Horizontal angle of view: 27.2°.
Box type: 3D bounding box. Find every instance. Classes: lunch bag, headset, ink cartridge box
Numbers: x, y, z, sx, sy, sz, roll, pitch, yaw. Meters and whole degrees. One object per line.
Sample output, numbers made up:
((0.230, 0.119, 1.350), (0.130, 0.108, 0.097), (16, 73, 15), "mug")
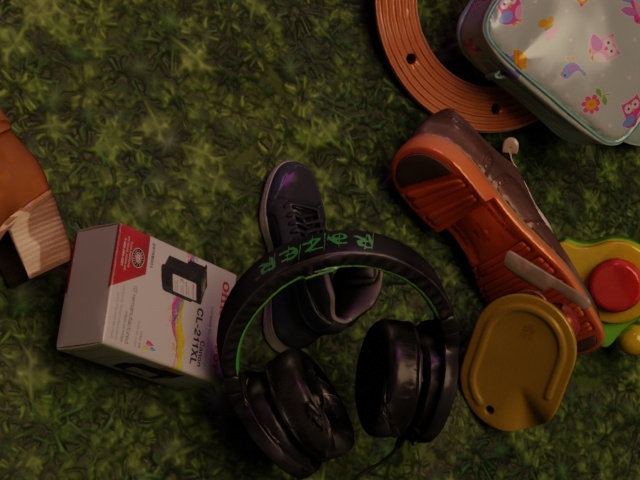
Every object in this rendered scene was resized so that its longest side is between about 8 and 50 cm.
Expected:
((0.316, -0.262, 1.688), (0.279, 0.108, 0.224), (36, 86, -19), "lunch bag")
((0.038, 0.180, 1.366), (0.243, 0.185, 0.394), (-16, 124, -1), "headset")
((-0.174, 0.071, 1.358), (0.175, 0.072, 0.127), (26, 62, -46), "ink cartridge box")

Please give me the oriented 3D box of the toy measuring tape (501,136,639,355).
((0.354, -0.005, 1.711), (0.121, 0.121, 0.330), (-28, 92, -34), "toy measuring tape")

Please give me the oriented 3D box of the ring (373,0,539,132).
((0.217, -0.309, 1.719), (0.337, 0.032, 0.336), (-2, 94, -23), "ring")

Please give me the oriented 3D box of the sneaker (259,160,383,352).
((0.002, 0.001, 1.469), (0.086, 0.163, 0.226), (7, 71, -28), "sneaker")

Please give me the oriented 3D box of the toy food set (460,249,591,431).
((0.253, 0.123, 1.592), (0.128, 0.217, 0.071), (26, 24, 20), "toy food set")

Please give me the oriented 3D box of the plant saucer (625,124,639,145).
((0.423, -0.221, 1.869), (0.195, 0.037, 0.194), (9, 71, -29), "plant saucer")

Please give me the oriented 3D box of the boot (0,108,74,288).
((-0.386, -0.033, 1.266), (0.283, 0.109, 0.220), (-28, 93, -37), "boot")

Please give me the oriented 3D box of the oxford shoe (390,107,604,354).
((0.244, -0.013, 1.648), (0.363, 0.130, 0.132), (51, 44, -15), "oxford shoe")
